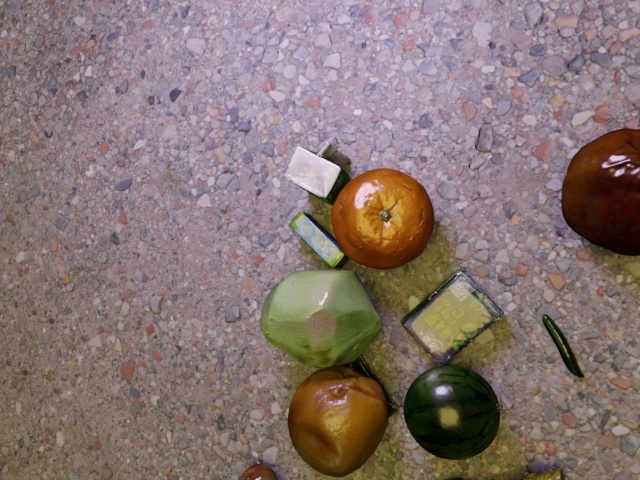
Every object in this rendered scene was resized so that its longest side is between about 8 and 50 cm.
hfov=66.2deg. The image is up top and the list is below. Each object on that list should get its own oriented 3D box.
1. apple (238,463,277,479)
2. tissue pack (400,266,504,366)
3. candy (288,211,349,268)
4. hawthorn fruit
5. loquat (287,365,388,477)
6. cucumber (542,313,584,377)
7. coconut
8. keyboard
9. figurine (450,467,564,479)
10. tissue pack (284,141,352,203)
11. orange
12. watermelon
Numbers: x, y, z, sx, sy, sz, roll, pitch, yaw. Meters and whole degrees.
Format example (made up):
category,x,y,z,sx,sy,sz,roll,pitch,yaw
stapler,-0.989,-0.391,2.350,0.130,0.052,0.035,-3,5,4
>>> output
category,x,y,z,sx,sy,sz,roll,pitch,yaw
apple,-0.192,0.748,1.493,0.126,0.126,0.102,-35,101,13
tissue pack,0.363,0.213,1.366,0.235,0.073,0.173,-45,75,11
candy,0.000,0.000,1.487,0.194,0.097,0.062,44,101,15
hawthorn fruit,0.717,-0.115,1.151,0.309,0.325,0.307,-12,72,42
loquat,0.052,0.494,1.363,0.276,0.276,0.283,3,106,18
cucumber,0.637,0.278,1.292,0.033,0.036,0.184,-25,78,7
coconut,0.012,0.214,1.366,0.329,0.328,0.281,5,53,19
keyboard,0.149,0.430,1.455,0.061,0.013,0.204,-39,76,13
figurine,0.461,0.675,1.266,0.316,0.168,0.187,-9,41,26
tissue pack,0.016,-0.199,1.436,0.148,0.209,0.156,27,93,18
orange,0.172,-0.058,1.365,0.284,0.226,0.283,-1,84,8
watermelon,0.339,0.443,1.273,0.243,0.242,0.242,-1,86,18
